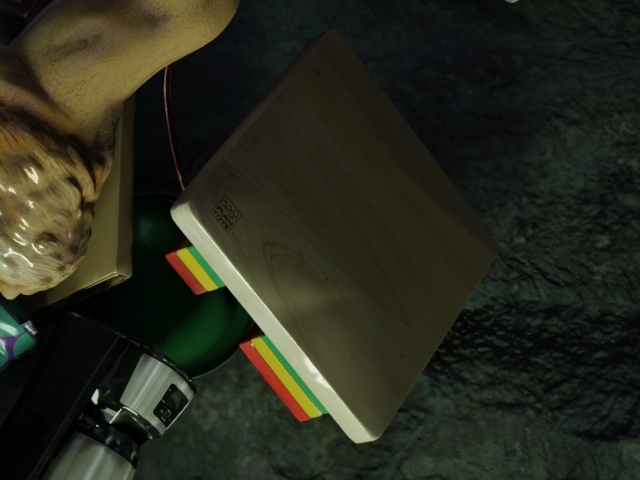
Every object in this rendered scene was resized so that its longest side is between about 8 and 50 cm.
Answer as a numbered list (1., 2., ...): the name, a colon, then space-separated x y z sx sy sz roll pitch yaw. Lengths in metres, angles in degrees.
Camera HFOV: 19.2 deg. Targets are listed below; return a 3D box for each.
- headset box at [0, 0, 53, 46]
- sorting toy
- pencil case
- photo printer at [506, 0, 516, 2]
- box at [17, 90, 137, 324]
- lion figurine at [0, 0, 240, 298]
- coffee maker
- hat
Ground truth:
1. headset box: -0.282 -0.278 1.690 0.218 0.110 0.293 15 64 22
2. sorting toy: 0.000 0.000 1.609 0.257 0.089 0.255 52 48 -17
3. pencil case: -0.301 0.108 1.563 0.151 0.064 0.070 -42 112 -3
4. photo printer: 0.161 -0.398 1.809 0.307 0.107 0.256 42 83 2
5. box: -0.211 -0.039 1.614 0.021 0.164 0.201 17 61 -37
6. lion figurine: -0.178 -0.157 1.503 0.392 0.142 0.240 -43 91 1
7. coffee maker: -0.212 0.151 1.538 0.171 0.120 0.178 28 72 2
8. hat: -0.136 -0.005 1.589 0.173 0.183 0.208 -31 75 -21
